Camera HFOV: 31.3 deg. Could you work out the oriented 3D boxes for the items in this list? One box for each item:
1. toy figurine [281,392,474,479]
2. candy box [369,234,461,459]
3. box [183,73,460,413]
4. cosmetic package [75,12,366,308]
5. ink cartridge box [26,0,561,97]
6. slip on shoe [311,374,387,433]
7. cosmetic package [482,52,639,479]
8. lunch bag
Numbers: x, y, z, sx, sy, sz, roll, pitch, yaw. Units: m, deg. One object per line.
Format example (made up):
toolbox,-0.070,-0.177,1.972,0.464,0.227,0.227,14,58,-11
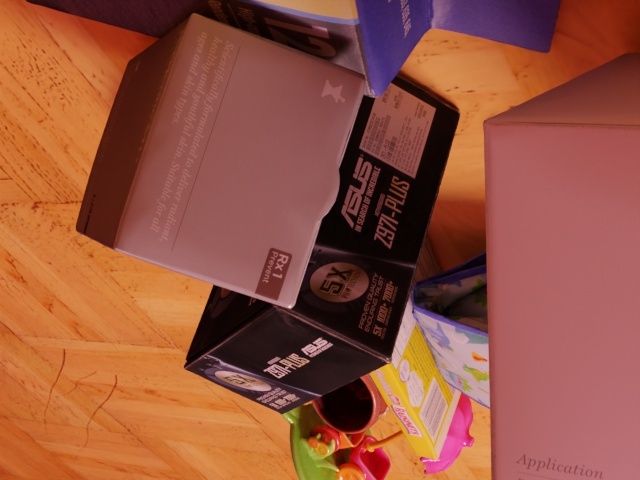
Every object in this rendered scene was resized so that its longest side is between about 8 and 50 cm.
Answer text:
toy figurine,0.061,0.161,1.053,0.159,0.130,0.173,-22,106,34
candy box,0.073,0.076,0.873,0.027,0.105,0.206,6,147,26
box,0.000,0.000,0.716,0.077,0.180,0.147,27,151,-16
cosmetic package,-0.069,-0.043,0.654,0.107,0.127,0.238,19,176,-14
ink cartridge box,-0.042,-0.155,0.515,0.307,0.072,0.303,18,169,11
slip on shoe,-0.028,0.043,0.892,0.123,0.101,0.331,0,143,38
cosmetic package,0.175,0.035,0.524,0.138,0.224,0.225,6,107,28
lunch bag,0.149,0.071,0.823,0.151,0.096,0.129,-1,145,19
